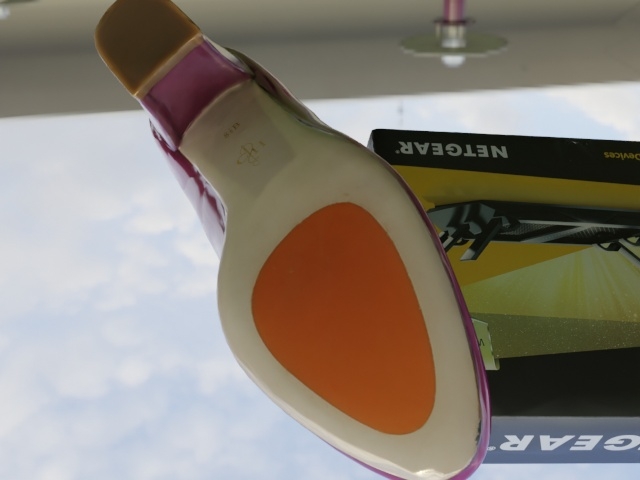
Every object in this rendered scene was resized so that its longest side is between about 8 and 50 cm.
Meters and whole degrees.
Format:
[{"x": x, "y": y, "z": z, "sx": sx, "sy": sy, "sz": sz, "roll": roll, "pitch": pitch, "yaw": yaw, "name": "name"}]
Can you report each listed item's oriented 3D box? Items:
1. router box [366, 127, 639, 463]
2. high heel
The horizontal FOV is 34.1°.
[{"x": 0.189, "y": 0.038, "z": 0.775, "sx": 0.308, "sy": 0.081, "sz": 0.243, "roll": 1, "pitch": -125, "yaw": -9, "name": "router box"}, {"x": 0.000, "y": 0.000, "z": 0.632, "sx": 0.127, "sy": 0.181, "sz": 0.377, "roll": -36, "pitch": -122, "yaw": 6, "name": "high heel"}]
